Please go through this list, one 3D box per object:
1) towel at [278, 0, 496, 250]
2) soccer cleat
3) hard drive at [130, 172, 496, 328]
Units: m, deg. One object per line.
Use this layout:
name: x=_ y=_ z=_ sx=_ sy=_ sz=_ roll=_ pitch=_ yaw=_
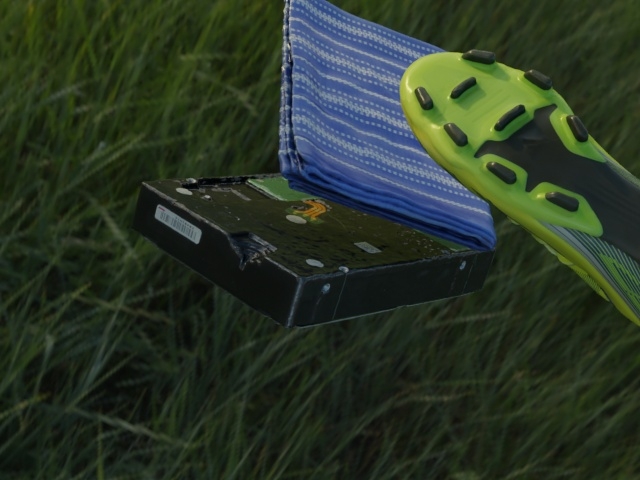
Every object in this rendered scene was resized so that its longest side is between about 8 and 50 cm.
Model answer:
towel: x=0.070 y=-0.140 z=1.366 sx=0.243 sy=0.040 sz=0.336 roll=19 pitch=41 yaw=-19
soccer cleat: x=0.163 y=-0.014 z=0.809 sx=0.289 sy=0.121 sz=0.093 roll=36 pitch=65 yaw=16
hard drive: x=0.000 y=0.000 z=1.350 sx=0.237 sy=0.064 sz=0.339 roll=30 pitch=23 yaw=33
